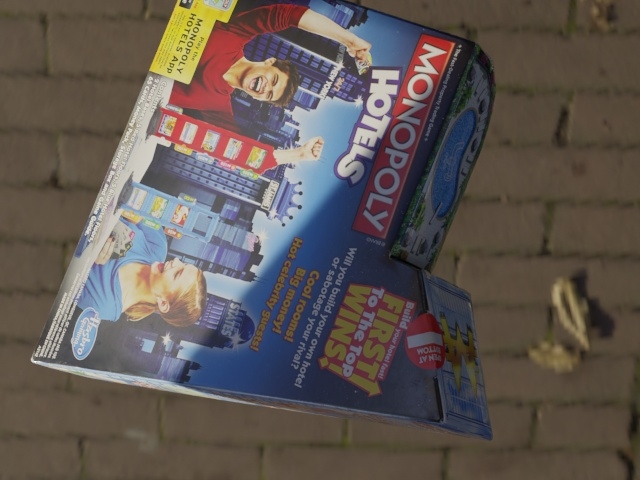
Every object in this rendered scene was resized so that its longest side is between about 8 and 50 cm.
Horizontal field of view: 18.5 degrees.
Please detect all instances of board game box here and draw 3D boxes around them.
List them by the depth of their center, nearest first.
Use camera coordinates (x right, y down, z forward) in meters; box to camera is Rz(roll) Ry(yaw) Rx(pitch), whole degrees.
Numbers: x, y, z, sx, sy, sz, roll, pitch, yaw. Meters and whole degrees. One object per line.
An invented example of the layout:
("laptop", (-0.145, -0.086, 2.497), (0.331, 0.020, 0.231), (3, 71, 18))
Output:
("board game box", (0.000, 0.000, 0.832), (0.194, 0.060, 0.194), (22, 89, 28))
